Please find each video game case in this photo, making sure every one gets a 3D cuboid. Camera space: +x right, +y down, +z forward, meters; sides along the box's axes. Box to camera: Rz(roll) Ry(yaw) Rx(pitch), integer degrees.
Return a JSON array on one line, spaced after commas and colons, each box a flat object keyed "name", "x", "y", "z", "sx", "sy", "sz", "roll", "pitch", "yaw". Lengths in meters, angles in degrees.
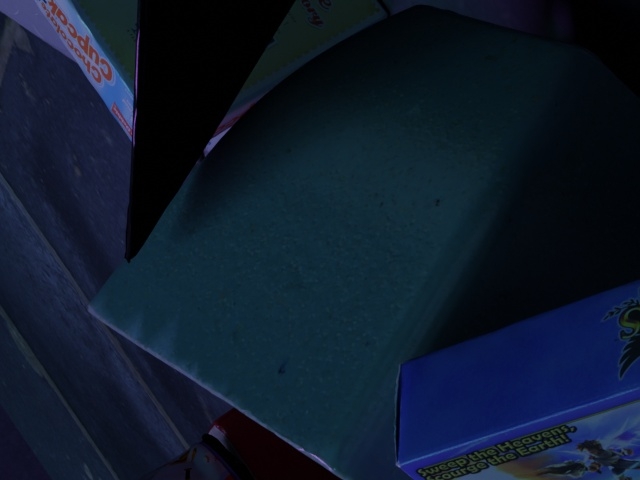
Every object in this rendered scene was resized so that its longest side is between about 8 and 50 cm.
[{"name": "video game case", "x": 0.210, "y": 0.094, "z": 0.742, "sx": 0.270, "sy": 0.061, "sz": 0.244, "roll": -22, "pitch": 136, "yaw": 28}]

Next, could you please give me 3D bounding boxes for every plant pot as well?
[{"name": "plant pot", "x": 0.077, "y": 0.019, "z": 0.923, "sx": 0.247, "sy": 0.252, "sz": 0.248, "roll": 35, "pitch": 174, "yaw": -40}]

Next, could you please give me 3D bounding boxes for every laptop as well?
[{"name": "laptop", "x": -0.083, "y": -0.280, "z": 0.842, "sx": 0.408, "sy": 0.236, "sz": 0.382, "roll": 57, "pitch": 158, "yaw": 22}]

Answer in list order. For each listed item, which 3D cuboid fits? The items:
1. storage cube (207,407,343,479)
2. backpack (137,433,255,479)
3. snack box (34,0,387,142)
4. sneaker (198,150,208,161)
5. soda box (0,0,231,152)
[{"name": "storage cube", "x": 0.027, "y": 0.189, "z": 1.347, "sx": 0.183, "sy": 0.193, "sz": 0.215, "roll": 52, "pitch": 157, "yaw": 11}, {"name": "backpack", "x": -0.082, "y": 0.288, "z": 1.204, "sx": 0.276, "sy": 0.213, "sz": 0.263, "roll": 31, "pitch": 135, "yaw": 51}, {"name": "snack box", "x": -0.122, "y": -0.227, "z": 1.113, "sx": 0.322, "sy": 0.187, "sz": 0.060, "roll": 55, "pitch": 157, "yaw": 4}, {"name": "sneaker", "x": -0.152, "y": -0.178, "z": 1.368, "sx": 0.132, "sy": 0.086, "sz": 0.228, "roll": 38, "pitch": 148, "yaw": 52}, {"name": "soda box", "x": -0.108, "y": -0.154, "z": 1.197, "sx": 0.286, "sy": 0.091, "sz": 0.098, "roll": 34, "pitch": 154, "yaw": 5}]
